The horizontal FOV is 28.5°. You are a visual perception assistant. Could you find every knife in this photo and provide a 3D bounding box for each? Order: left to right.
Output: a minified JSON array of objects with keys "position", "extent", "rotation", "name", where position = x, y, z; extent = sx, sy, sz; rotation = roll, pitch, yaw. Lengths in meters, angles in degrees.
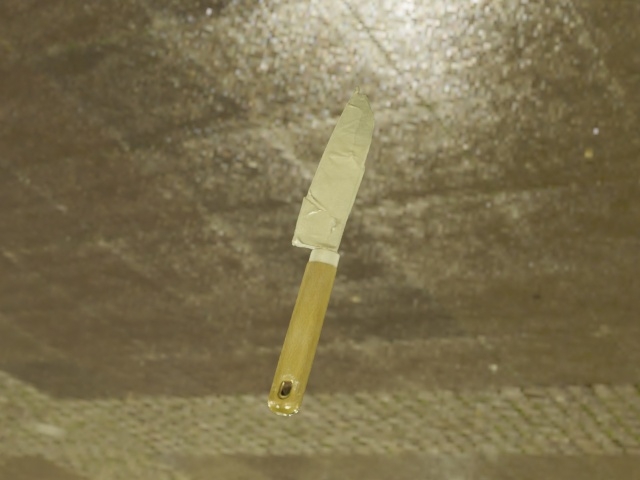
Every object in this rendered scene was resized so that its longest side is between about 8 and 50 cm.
[{"position":[-0.001,-0.001,1.021],"extent":[0.047,0.298,0.017],"rotation":[6,156,24],"name":"knife"}]
